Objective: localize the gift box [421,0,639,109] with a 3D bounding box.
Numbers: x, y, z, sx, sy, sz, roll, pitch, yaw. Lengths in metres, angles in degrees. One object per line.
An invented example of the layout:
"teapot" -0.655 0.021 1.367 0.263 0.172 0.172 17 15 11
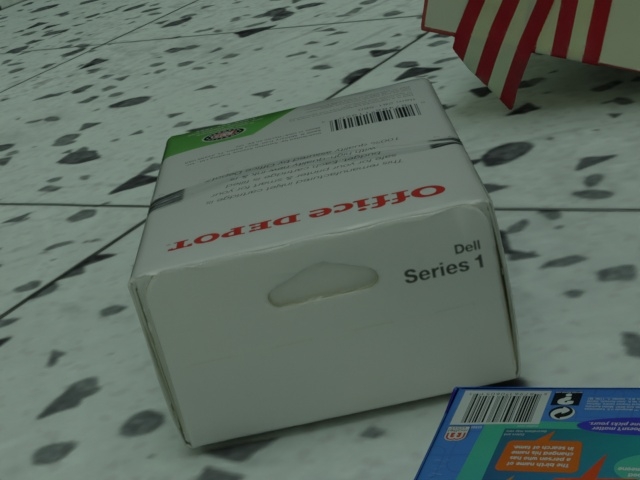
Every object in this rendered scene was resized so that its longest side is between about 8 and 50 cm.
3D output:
"gift box" 0.225 -0.241 0.876 0.255 0.276 0.258 10 25 19

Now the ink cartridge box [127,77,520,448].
"ink cartridge box" 0.000 0.000 0.605 0.160 0.093 0.219 -13 22 3

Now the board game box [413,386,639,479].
"board game box" 0.090 0.113 0.333 0.160 0.047 0.210 -3 23 24
